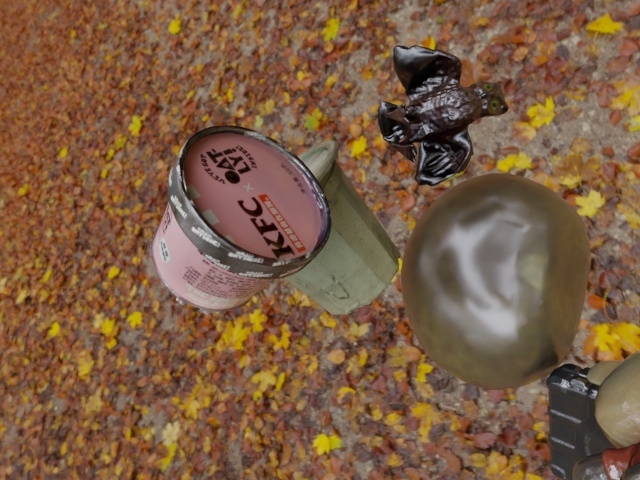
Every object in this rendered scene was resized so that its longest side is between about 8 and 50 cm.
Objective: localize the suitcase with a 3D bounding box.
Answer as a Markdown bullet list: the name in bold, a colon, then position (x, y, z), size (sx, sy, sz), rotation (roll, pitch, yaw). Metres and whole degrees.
- **suitcase**: position (0.478, 0.315, 0.710), size (0.285, 0.066, 0.207), rotation (12, 116, 52)

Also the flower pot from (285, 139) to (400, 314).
- **flower pot**: position (0.000, 0.000, 0.711), size (0.212, 0.203, 0.212), rotation (-36, 19, 14)

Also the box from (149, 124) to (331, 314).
- **box**: position (-0.086, -0.011, 0.473), size (0.135, 0.151, 0.151), rotation (-45, 51, 43)

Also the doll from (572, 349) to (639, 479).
- **doll**: position (0.390, 0.226, 0.507), size (0.234, 0.330, 0.174), rotation (-6, 112, 34)

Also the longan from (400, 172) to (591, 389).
- **longan**: position (0.322, 0.071, 0.925), size (0.335, 0.404, 0.405), rotation (15, 82, -3)

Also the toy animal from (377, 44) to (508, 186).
- **toy animal**: position (0.186, -0.202, 0.759), size (0.179, 0.116, 0.219), rotation (-16, 104, -1)
